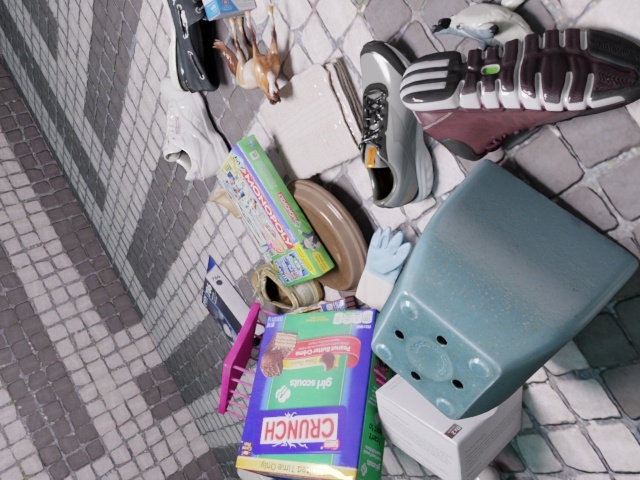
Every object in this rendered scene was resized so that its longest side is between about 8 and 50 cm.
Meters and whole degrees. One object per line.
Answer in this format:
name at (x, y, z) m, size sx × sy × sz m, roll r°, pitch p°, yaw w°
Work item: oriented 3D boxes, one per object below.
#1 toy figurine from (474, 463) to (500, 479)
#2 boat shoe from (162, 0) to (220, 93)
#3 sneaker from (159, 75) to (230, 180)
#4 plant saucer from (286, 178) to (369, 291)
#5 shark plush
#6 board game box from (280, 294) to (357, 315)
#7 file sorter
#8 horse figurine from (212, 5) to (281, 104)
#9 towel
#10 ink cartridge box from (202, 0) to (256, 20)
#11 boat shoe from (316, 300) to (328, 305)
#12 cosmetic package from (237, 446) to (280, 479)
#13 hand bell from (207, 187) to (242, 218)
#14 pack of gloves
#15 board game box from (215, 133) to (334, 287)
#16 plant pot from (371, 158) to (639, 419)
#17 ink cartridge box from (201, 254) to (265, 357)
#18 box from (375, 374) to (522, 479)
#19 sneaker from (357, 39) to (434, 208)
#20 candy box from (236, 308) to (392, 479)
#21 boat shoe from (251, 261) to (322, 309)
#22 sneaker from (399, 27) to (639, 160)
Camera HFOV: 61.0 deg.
toy figurine at (0.307, 0.544, 0.985) m, size 0.213 × 0.210 × 0.148 m, roll 39°, pitch 150°, yaw 31°
boat shoe at (-0.267, -0.483, 1.181) m, size 0.113 × 0.127 × 0.340 m, roll 16°, pitch 121°, yaw 14°
sneaker at (-0.352, -0.290, 1.390) m, size 0.305 × 0.152 × 0.114 m, roll 59°, pitch 149°, yaw 10°
plant saucer at (0.000, 0.000, 1.161) m, size 0.278 × 0.041 × 0.277 m, roll 40°, pitch 151°, yaw 28°
shark plush at (0.205, -0.269, 0.716) m, size 0.161 × 0.073 × 0.067 m, roll 13°, pitch 153°, yaw 44°
board game box at (0.003, 0.219, 1.240) m, size 0.194 × 0.045 × 0.146 m, roll -19°, pitch 83°, yaw 30°
file sorter at (-0.148, 0.353, 1.475) m, size 0.182 × 0.202 × 0.290 m, roll 20°, pitch 138°, yaw 3°
horse figurine at (-0.137, -0.366, 1.097) m, size 0.263 × 0.066 × 0.174 m, roll 24°, pitch 128°, yaw 57°
towel at (-0.019, -0.222, 1.065) m, size 0.282 × 0.049 × 0.187 m, roll -16°, pitch 98°, yaw 57°
ink cartridge box at (-0.192, -0.509, 1.071) m, size 0.052 × 0.089 × 0.122 m, roll 3°, pitch 114°, yaw 54°
boat shoe at (0.025, 0.284, 1.305) m, size 0.098 × 0.096 × 0.277 m, roll 4°, pitch 114°, yaw 57°
cosmetic package at (-0.049, 0.502, 1.363) m, size 0.113 × 0.310 × 0.160 m, roll 43°, pitch 142°, yaw 29°
hand bell at (-0.160, -0.041, 1.364) m, size 0.242 × 0.126 × 0.126 m, roll 55°, pitch 149°, yaw -10°
pack of gloves at (0.173, 0.080, 1.027) m, size 0.195 × 0.046 × 0.232 m, roll 34°, pitch 141°, yaw 21°
board game box at (-0.109, -0.052, 1.190) m, size 0.317 × 0.046 × 0.213 m, roll 58°, pitch 155°, yaw -2°
plant pot at (0.211, 0.089, 0.740) m, size 0.247 × 0.252 × 0.247 m, roll 40°, pitch 141°, yaw 19°
ink cartridge box at (-0.303, 0.218, 1.755) m, size 0.332 × 0.065 × 0.165 m, roll 49°, pitch 145°, yaw 23°
box at (0.226, 0.298, 0.953) m, size 0.182 × 0.181 × 0.119 m, roll 23°, pitch 133°, yaw 45°
sneaker at (0.108, -0.178, 0.864) m, size 0.100 × 0.108 × 0.271 m, roll 9°, pitch 118°, yaw 54°
candy box at (-0.004, 0.306, 1.073) m, size 0.268 × 0.317 × 0.122 m, roll -9°, pitch 148°, yaw 31°
boat shoe at (-0.110, 0.118, 1.388) m, size 0.285 × 0.089 × 0.104 m, roll 0°, pitch 113°, yaw 55°
sneaker at (0.254, -0.170, 0.692) m, size 0.282 × 0.106 × 0.162 m, roll 7°, pitch 158°, yaw 28°
